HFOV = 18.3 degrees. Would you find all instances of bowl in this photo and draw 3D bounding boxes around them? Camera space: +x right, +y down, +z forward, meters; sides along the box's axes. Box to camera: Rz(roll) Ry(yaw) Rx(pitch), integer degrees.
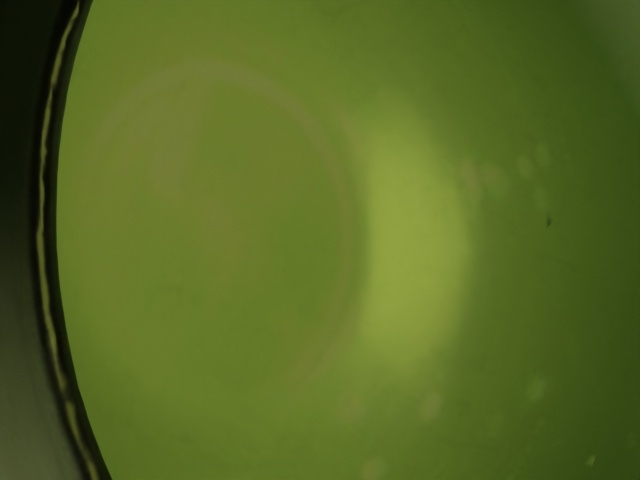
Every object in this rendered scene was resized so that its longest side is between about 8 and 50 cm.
[{"bbox_3d":[0.000,0.000,0.729,0.354,0.185,0.354,2,87,-39],"label":"bowl"}]
